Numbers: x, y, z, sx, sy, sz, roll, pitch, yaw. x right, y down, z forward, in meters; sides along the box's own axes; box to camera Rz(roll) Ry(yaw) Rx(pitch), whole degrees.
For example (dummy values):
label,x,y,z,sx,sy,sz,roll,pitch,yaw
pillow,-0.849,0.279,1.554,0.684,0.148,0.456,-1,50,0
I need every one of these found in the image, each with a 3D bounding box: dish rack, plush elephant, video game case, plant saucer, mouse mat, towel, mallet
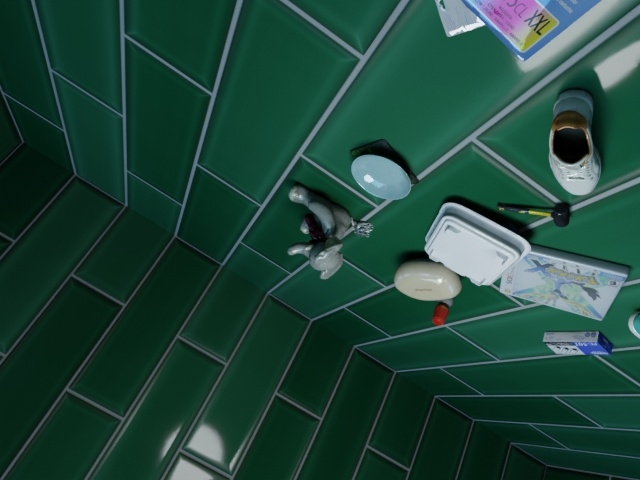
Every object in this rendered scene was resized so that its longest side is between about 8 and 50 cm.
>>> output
label,x,y,z,sx,sy,sz,roll,pitch,yaw
dish rack,0.475,0.033,1.507,0.285,0.072,0.333,30,160,11
plush elephant,0.000,0.000,1.751,0.329,0.256,0.272,21,153,16
video game case,0.749,0.129,1.497,0.328,0.036,0.300,15,151,25
plant saucer,0.189,-0.201,1.436,0.194,0.038,0.195,22,153,12
mouse mat,0.194,-0.225,1.440,0.189,0.007,0.152,42,151,-27
towel,0.547,-0.015,1.443,0.067,0.029,0.119,36,153,-17
mallet,0.578,-0.084,1.287,0.189,0.039,0.062,17,153,30

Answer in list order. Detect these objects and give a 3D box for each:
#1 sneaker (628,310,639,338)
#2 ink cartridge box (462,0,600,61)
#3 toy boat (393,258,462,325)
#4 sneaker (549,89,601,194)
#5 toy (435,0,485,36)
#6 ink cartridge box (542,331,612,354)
label,x,y,z,sx,sy,sz,roll,pitch,yaw
sneaker,1.072,0.287,1.346,0.295,0.124,0.178,25,174,10
ink cartridge box,0.359,-0.445,0.538,0.151,0.270,0.395,34,144,-13
toy boat,0.429,0.179,1.811,0.267,0.148,0.318,-1,134,38
sneaker,0.550,-0.178,1.042,0.105,0.123,0.290,4,146,37
toy,0.320,-0.465,0.827,0.237,0.056,0.137,-2,138,38
ink cartridge box,0.946,0.379,1.743,0.097,0.046,0.207,38,152,-21
